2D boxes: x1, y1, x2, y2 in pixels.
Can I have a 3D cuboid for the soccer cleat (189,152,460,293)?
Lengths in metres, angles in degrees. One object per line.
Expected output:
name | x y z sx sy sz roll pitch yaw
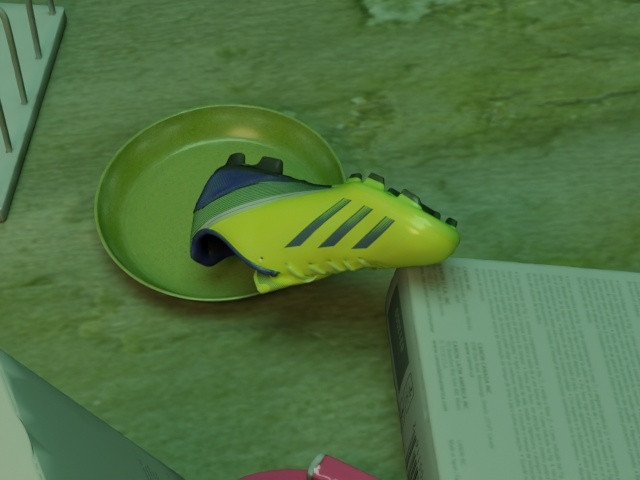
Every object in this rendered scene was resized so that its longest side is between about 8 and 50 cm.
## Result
soccer cleat | 0.000 0.000 1.626 0.289 0.093 0.121 11 73 42

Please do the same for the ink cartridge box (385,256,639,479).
ink cartridge box | 0.259 0.158 1.568 0.385 0.091 0.308 6 42 -11

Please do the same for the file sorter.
file sorter | -0.384 -0.185 1.831 0.192 0.173 0.278 5 52 7

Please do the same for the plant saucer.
plant saucer | -0.093 -0.030 1.774 0.241 0.037 0.241 -2 51 2

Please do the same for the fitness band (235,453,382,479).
fitness band | 0.013 0.290 1.506 0.290 0.054 0.209 24 58 23

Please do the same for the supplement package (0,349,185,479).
supplement package | -0.210 0.239 1.384 0.175 0.293 0.177 -33 53 7
